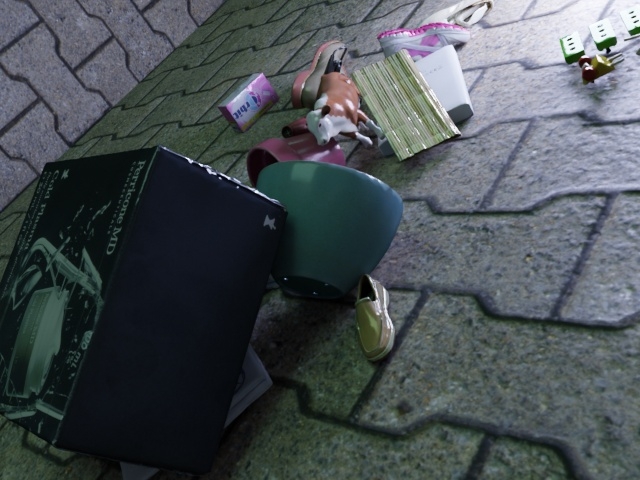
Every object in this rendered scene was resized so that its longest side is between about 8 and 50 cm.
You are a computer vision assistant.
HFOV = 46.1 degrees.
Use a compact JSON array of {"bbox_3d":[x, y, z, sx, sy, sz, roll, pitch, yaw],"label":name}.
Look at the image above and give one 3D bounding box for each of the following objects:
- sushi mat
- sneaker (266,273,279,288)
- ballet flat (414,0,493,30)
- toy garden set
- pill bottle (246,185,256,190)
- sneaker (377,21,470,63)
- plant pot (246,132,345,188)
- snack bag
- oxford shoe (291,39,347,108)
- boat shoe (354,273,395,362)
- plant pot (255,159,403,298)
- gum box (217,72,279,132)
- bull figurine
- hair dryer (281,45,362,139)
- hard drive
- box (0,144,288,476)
[{"bbox_3d":[0.192,-0.322,1.757,0.151,0.019,0.316,-26,56,3],"label":"sushi mat"},{"bbox_3d":[-0.157,0.076,1.645,0.191,0.083,0.071,-25,33,20],"label":"sneaker"},{"bbox_3d":[0.377,-0.617,2.115,0.248,0.086,0.086,-32,30,5],"label":"ballet flat"},{"bbox_3d":[0.641,-0.417,1.582,0.244,0.049,0.203,-20,31,23],"label":"toy garden set"},{"bbox_3d":[-0.255,-0.066,1.823,0.279,0.162,0.162,14,54,39],"label":"pill bottle"},{"bbox_3d":[0.285,-0.530,2.059,0.252,0.111,0.103,-7,23,4],"label":"sneaker"},{"bbox_3d":[-0.048,-0.170,1.796,0.180,0.201,0.201,-33,26,-28],"label":"plant pot"},{"bbox_3d":[-0.270,0.308,1.471,0.342,0.037,0.323,-41,29,-4],"label":"snack bag"},{"bbox_3d":[0.032,-0.498,2.288,0.130,0.123,0.348,11,47,19],"label":"oxford shoe"},{"bbox_3d":[0.084,0.132,1.324,0.068,0.072,0.190,-27,30,15],"label":"boat shoe"},{"bbox_3d":[0.000,0.000,1.439,0.290,0.290,0.195,-5,64,41],"label":"plant pot"},{"bbox_3d":[-0.232,-0.455,2.463,0.188,0.107,0.062,-47,32,-20],"label":"gum box"},{"bbox_3d":[0.058,-0.308,1.808,0.101,0.188,0.310,-47,22,31],"label":"bull figurine"},{"bbox_3d":[-0.008,-0.357,1.984,0.080,0.223,0.293,19,60,33],"label":"hair dryer"},{"bbox_3d":[0.251,-0.358,1.892,0.233,0.047,0.353,-24,31,19],"label":"hard drive"},{"bbox_3d":[-0.362,0.114,1.359,0.472,0.297,0.479,2,72,48],"label":"box"}]
